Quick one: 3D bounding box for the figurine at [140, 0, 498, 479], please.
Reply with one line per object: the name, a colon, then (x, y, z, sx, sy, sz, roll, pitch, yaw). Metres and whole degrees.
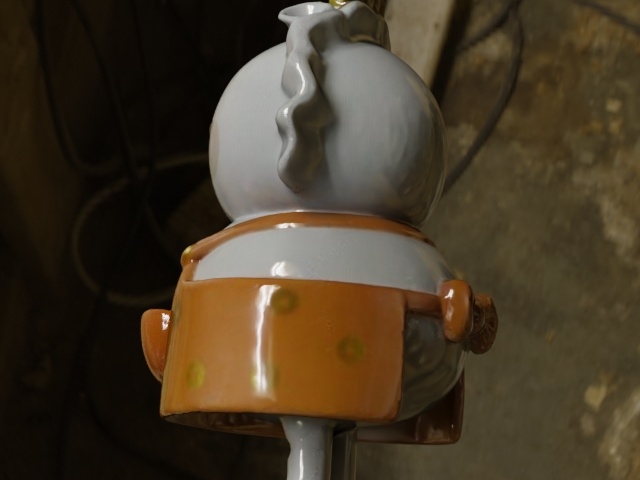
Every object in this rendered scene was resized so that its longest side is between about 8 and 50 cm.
figurine: (0.009, 0.003, 0.676, 0.143, 0.143, 0.271, 19, 85, 9)
